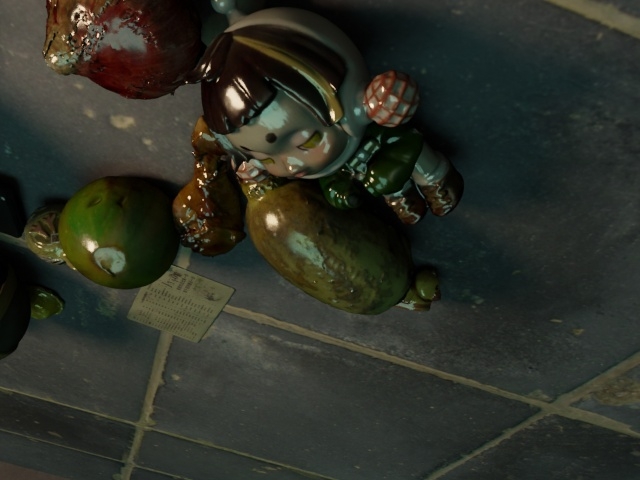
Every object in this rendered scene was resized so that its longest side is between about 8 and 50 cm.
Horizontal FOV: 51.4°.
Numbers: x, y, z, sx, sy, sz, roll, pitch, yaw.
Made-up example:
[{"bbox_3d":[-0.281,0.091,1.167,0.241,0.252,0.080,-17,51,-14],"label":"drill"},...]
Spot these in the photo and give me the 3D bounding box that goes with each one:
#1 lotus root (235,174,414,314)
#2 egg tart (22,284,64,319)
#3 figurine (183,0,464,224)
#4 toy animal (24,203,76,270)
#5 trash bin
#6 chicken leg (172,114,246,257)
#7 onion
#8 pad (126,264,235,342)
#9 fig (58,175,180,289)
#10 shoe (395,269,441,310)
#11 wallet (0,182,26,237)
[{"bbox_3d":[0.000,0.000,0.941,0.309,0.173,0.173,35,137,-24],"label":"lotus root"},{"bbox_3d":[-0.577,0.129,1.357,0.105,0.039,0.105,9,142,7],"label":"egg tart"},{"bbox_3d":[0.014,-0.131,0.757,0.370,0.167,0.281,30,150,-34],"label":"figurine"},{"bbox_3d":[-0.419,0.004,1.090,0.137,0.098,0.098,49,143,13],"label":"toy animal"},{"bbox_3d":[-0.675,0.095,1.192,0.214,0.214,0.334,-17,134,33],"label":"trash bin"},{"bbox_3d":[-0.155,-0.074,0.947,0.108,0.087,0.251,-4,139,-16],"label":"chicken leg"},{"bbox_3d":[-0.221,-0.218,0.704,0.184,0.147,0.184,33,155,18],"label":"onion"},{"bbox_3d":[-0.279,0.127,1.295,0.160,0.009,0.265,22,142,-14],"label":"pad"},{"bbox_3d":[-0.299,-0.005,0.998,0.181,0.191,0.180,-1,110,-3],"label":"fig"},{"bbox_3d":[0.134,0.075,1.062,0.109,0.069,0.072,5,-179,27],"label":"shoe"},{"bbox_3d":[-0.616,-0.078,1.095,0.250,0.044,0.149,15,148,-3],"label":"wallet"}]
